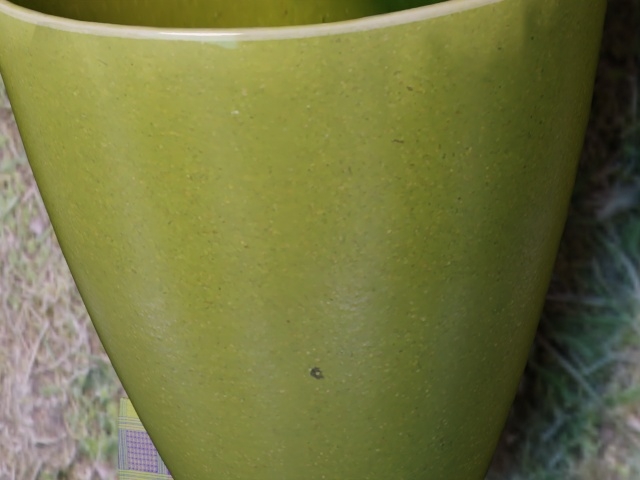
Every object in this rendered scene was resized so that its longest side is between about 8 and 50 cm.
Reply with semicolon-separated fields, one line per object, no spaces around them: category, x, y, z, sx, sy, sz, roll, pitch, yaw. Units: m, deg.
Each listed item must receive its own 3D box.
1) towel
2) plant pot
towel;-0.100;0.137;1.022;0.060;0.009;0.083;0;95;40
plant pot;0.000;0.000;0.787;0.275;0.275;0.293;15;121;37
